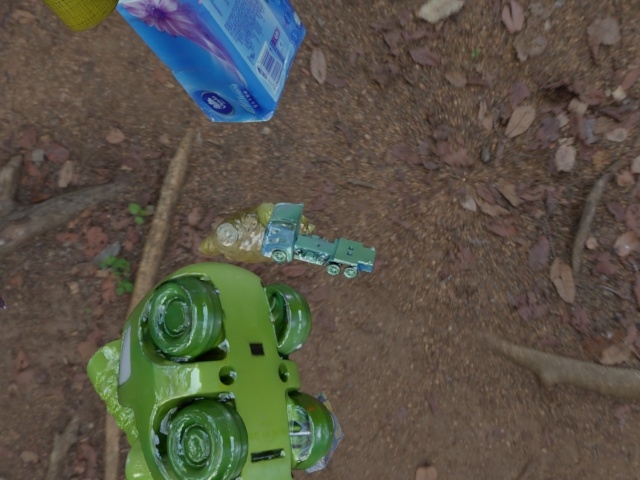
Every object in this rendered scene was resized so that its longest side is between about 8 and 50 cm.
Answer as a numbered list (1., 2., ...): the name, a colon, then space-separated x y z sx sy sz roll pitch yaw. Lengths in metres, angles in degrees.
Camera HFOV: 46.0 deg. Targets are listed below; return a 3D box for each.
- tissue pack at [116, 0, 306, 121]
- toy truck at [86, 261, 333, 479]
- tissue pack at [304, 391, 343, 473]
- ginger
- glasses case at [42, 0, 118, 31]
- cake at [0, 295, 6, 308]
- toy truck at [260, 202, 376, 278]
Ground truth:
1. tissue pack: -0.155 -0.328 1.107 0.146 0.263 0.198 2 61 31
2. toy truck: -0.100 0.132 0.606 0.210 0.148 0.187 -39 63 27
3. tissue pack: -0.007 0.224 0.882 0.035 0.083 0.063 -23 93 21
4. ginger: -0.102 -0.009 1.352 0.216 0.157 0.102 -7 66 -28
5. glasses case: -0.287 -0.305 0.751 0.079 0.234 0.064 -37 55 1
6. cake: -0.365 0.050 0.515 0.116 0.295 0.113 -31 86 21
7. toy truck: 0.000 0.000 1.145 0.175 0.067 0.081 15 130 3
